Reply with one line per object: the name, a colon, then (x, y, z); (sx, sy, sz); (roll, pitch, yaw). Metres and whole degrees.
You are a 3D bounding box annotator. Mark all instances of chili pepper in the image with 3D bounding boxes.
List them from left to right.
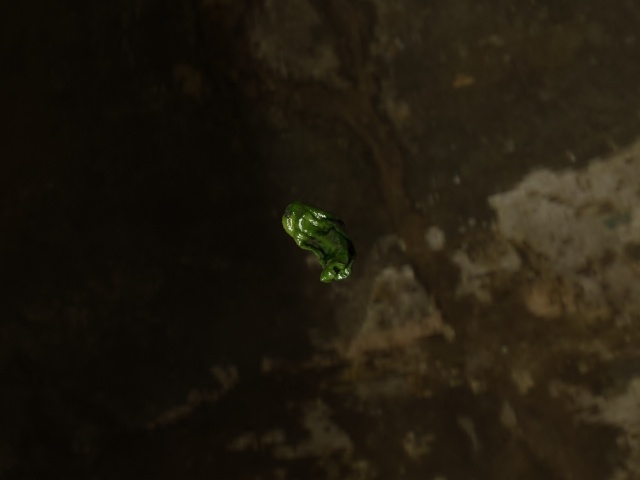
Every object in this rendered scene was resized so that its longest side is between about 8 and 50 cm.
chili pepper: (0.002, 0.000, 1.233); (0.034, 0.091, 0.030); (0, 122, -27)
